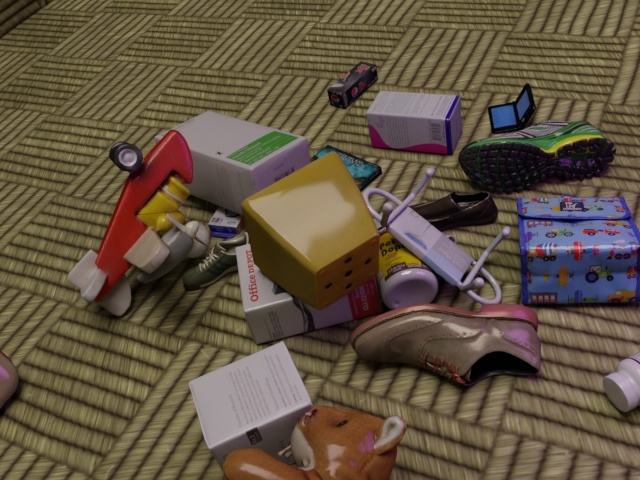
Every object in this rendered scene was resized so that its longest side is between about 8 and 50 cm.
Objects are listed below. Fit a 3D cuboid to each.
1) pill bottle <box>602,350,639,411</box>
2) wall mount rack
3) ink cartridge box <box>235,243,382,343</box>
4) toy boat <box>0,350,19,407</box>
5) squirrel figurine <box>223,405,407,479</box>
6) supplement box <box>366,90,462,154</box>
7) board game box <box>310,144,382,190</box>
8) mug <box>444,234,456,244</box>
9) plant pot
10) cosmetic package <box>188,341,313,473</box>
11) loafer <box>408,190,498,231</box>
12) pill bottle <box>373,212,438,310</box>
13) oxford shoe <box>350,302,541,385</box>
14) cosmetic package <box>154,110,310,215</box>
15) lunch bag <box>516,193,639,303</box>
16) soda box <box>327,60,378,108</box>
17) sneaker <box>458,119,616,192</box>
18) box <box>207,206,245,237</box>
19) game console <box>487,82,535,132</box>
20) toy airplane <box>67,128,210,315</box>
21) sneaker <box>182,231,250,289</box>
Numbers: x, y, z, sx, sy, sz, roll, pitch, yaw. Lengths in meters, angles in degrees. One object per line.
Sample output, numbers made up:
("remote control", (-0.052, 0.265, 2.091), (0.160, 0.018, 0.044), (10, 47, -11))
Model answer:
("pill bottle", (0.557, 0.225, 1.201), (0.152, 0.086, 0.086), (-25, 43, -10))
("wall mount rack", (0.227, -0.008, 1.371), (0.350, 0.130, 0.304), (39, 34, 7))
("ink cartridge box", (-0.030, 0.081, 1.497), (0.273, 0.114, 0.197), (-15, 43, 0))
("toy boat", (-0.741, 0.317, 1.452), (0.151, 0.151, 0.231), (-17, 30, 46))
("squirrel figurine", (0.029, 0.436, 1.044), (0.397, 0.281, 0.370), (30, 47, 22))
("supplement box", (0.241, -0.303, 1.833), (0.220, 0.111, 0.114), (9, 47, 23))
("board game box", (0.045, -0.174, 1.813), (0.186, 0.026, 0.126), (27, 56, 36))
("mug", (0.244, 0.018, 1.530), (0.064, 0.062, 0.078), (15, 39, 39))
("plant pot", (0.000, 0.000, 1.352), (0.212, 0.212, 0.187), (-31, 58, -17))
("cosmetic package", (-0.109, 0.306, 1.253), (0.183, 0.151, 0.151), (-23, 43, -8))
("loafer", (0.284, -0.075, 1.602), (0.220, 0.078, 0.080), (-10, 42, 5))
("pill bottle", (0.163, 0.037, 1.487), (0.117, 0.117, 0.215), (-14, 42, 1))
("oxford shoe", (0.226, 0.196, 1.302), (0.348, 0.123, 0.130), (-7, 48, 10))
("cosmetic package", (-0.217, -0.191, 1.780), (0.365, 0.155, 0.197), (21, 43, 36))
("lunch bag", (0.517, -0.009, 1.455), (0.221, 0.138, 0.293), (-2, 31, 15))
("soda box", (0.094, -0.452, 2.075), (0.060, 0.053, 0.169), (23, 53, 34))
("sneaker", (0.490, -0.204, 1.665), (0.343, 0.134, 0.146), (-5, 36, -2))
("box", (-0.220, -0.063, 1.768), (0.081, 0.028, 0.136), (6, 44, 20))
("game console", (0.490, -0.340, 1.836), (0.071, 0.107, 0.122), (15, 44, -10))
("toy airplane", (-0.383, -0.007, 1.593), (0.272, 0.384, 0.386), (19, 47, -23))
("sneaker", (-0.231, 0.038, 1.619), (0.192, 0.086, 0.064), (-21, 43, -7))
